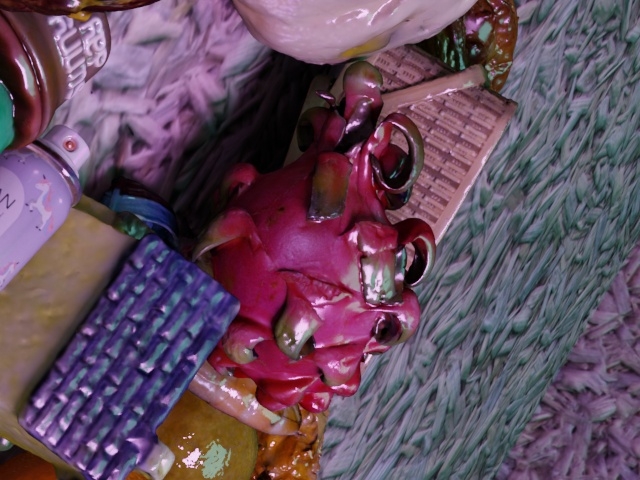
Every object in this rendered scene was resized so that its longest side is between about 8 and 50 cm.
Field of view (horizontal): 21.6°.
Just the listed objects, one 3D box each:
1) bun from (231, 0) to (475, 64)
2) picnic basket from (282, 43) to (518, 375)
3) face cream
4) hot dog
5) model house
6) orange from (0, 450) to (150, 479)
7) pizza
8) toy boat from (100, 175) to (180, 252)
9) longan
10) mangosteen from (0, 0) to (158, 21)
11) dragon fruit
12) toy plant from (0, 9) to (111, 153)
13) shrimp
[{"bbox_3d":[0.075,-0.302,1.380,0.365,0.219,0.365,-47,156,-28],"label":"bun"},{"bbox_3d":[0.044,-0.051,1.620,0.313,0.175,0.228,-60,177,6],"label":"picnic basket"},{"bbox_3d":[-0.248,0.005,1.192,0.229,0.075,0.075,-52,157,-29],"label":"face cream"},{"bbox_3d":[0.147,-0.202,1.853,0.160,0.099,0.227,-48,152,-36],"label":"hot dog"},{"bbox_3d":[-0.171,0.085,1.285,0.194,0.211,0.170,-55,156,-22],"label":"model house"},{"bbox_3d":[-0.222,0.271,1.428,0.206,0.206,0.206,-49,156,-31],"label":"orange"},{"bbox_3d":[-0.062,0.221,1.777,0.335,0.086,0.226,-64,-161,8],"label":"pizza"},{"bbox_3d":[-0.155,-0.009,1.415,0.137,0.060,0.061,63,36,-70],"label":"toy boat"},{"bbox_3d":[-0.136,0.204,1.599,0.154,0.145,0.176,57,47,-39],"label":"longan"},{"bbox_3d":[-0.138,-0.263,0.935,0.231,0.231,0.289,64,39,-65],"label":"mangosteen"},{"bbox_3d":[0.001,0.007,1.428,0.273,0.218,0.198,-46,142,-7],"label":"dragon fruit"},{"bbox_3d":[-0.228,-0.106,1.069,0.200,0.105,0.143,-35,140,-31],"label":"toy plant"},{"bbox_3d":[-0.123,0.084,1.569,0.262,0.198,0.051,36,101,-27],"label":"shrimp"}]
